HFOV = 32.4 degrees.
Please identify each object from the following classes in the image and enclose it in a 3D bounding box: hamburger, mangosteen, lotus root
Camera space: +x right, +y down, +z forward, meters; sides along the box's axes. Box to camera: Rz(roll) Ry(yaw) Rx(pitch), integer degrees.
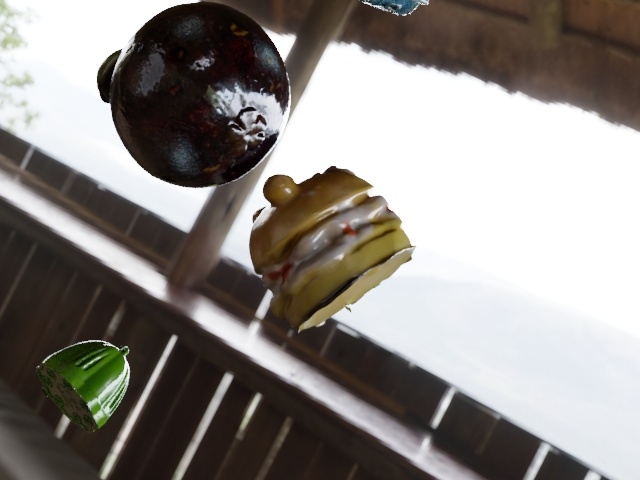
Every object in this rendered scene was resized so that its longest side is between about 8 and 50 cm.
[{"bbox_3d":[0.000,0.000,1.828,0.237,0.276,0.276,53,5,10],"label":"hamburger"},{"bbox_3d":[-0.187,-0.218,1.626,0.288,0.288,0.288,27,0,0],"label":"mangosteen"},{"bbox_3d":[-0.450,0.266,2.205,0.186,0.186,0.186,27,0,0],"label":"lotus root"}]

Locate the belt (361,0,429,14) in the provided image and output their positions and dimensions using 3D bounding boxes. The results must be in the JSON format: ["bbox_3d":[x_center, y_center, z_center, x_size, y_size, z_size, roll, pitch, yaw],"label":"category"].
[{"bbox_3d":[0.099,-0.380,1.456,0.082,0.163,0.147,11,-7,-23],"label":"belt"}]
